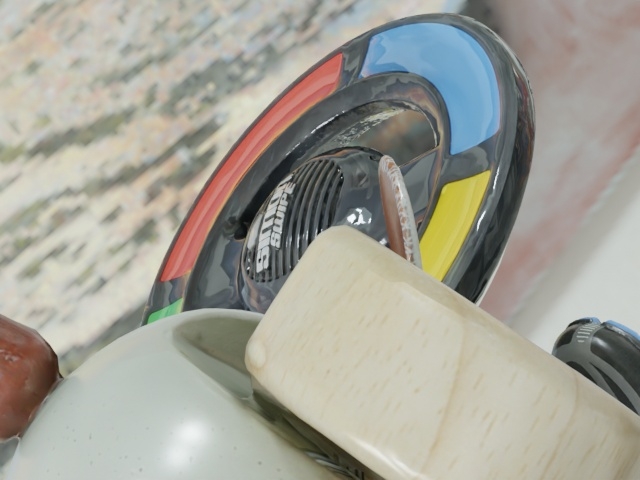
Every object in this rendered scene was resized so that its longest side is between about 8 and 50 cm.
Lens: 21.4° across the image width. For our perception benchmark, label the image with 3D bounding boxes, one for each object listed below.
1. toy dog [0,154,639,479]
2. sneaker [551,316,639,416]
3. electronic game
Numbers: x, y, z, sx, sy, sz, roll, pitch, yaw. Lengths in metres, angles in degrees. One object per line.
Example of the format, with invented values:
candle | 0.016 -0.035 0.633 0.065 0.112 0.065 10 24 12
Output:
toy dog | -0.023 0.069 0.459 0.220 0.161 0.334 -48 -12 -18
sneaker | 0.099 0.122 0.624 0.067 0.078 0.188 -1 82 50
electronic game | 0.000 0.000 0.722 0.229 0.048 0.229 -36 34 30
